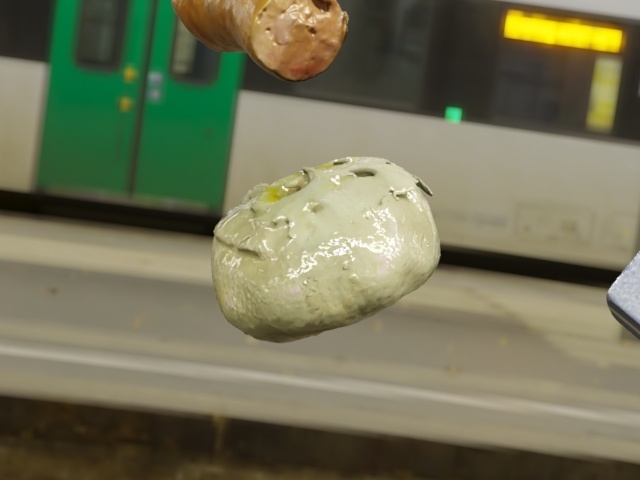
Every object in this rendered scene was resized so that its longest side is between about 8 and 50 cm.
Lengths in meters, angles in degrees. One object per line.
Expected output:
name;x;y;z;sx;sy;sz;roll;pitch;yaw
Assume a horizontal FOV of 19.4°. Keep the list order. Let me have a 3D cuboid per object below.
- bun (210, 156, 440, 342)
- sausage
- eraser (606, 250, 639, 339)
bun;0.000;0.000;1.825;0.239;0.141;0.239;-20;22;8
sausage;-0.063;-0.217;1.757;0.109;0.108;0.270;5;9;-25
eraser;0.390;0.103;1.885;0.225;0.082;0.036;40;-17;5
